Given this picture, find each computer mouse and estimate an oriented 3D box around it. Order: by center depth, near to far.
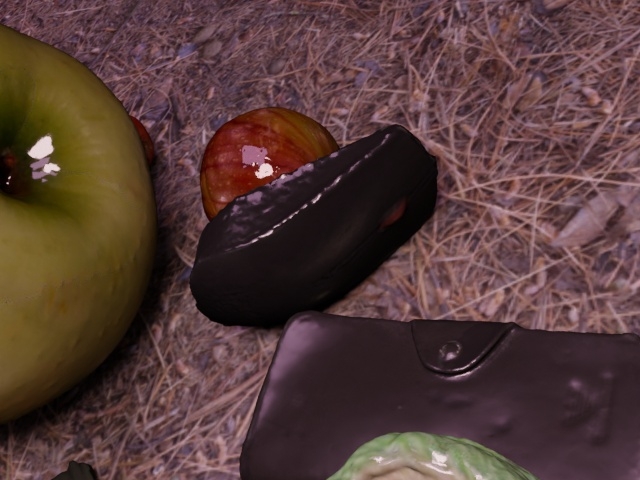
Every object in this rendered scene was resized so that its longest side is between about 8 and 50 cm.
[{"bbox_3d":[0.001,0.004,0.896,0.295,0.168,0.087,-30,51,3],"label":"computer mouse"}]

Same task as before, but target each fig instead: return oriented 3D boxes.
[{"bbox_3d":[-0.032,-0.067,0.967,0.207,0.175,0.175,16,62,45],"label":"fig"}]

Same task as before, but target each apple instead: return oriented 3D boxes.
[{"bbox_3d":[-0.414,-0.010,0.961,0.473,0.474,0.474,-16,47,18],"label":"apple"}]

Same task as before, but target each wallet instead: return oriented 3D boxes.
[{"bbox_3d":[0.112,0.159,0.782,0.377,0.051,0.197,2,57,29],"label":"wallet"}]

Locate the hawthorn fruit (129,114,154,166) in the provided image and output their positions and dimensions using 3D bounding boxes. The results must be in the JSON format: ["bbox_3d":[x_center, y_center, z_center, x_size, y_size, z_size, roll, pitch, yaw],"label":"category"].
[{"bbox_3d":[-0.293,-0.121,1.203,0.128,0.128,0.128,-16,47,18],"label":"hawthorn fruit"}]

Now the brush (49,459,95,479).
[{"bbox_3d":[-0.203,0.338,0.816,0.070,0.051,0.323,-31,41,-6],"label":"brush"}]

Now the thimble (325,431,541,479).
[{"bbox_3d":[0.085,0.254,0.621,0.218,0.150,0.219,-13,63,26],"label":"thimble"}]
